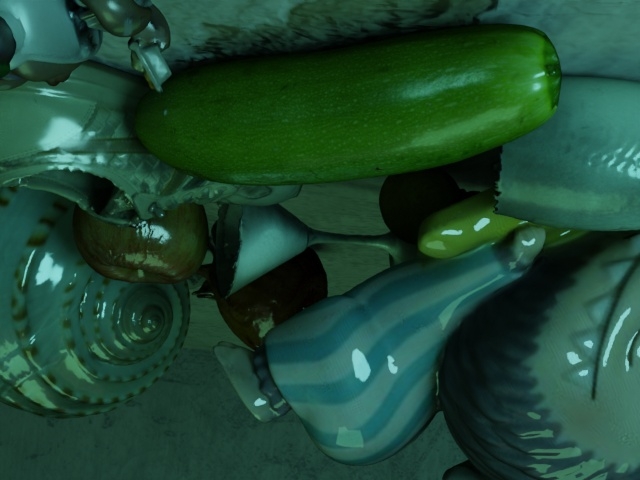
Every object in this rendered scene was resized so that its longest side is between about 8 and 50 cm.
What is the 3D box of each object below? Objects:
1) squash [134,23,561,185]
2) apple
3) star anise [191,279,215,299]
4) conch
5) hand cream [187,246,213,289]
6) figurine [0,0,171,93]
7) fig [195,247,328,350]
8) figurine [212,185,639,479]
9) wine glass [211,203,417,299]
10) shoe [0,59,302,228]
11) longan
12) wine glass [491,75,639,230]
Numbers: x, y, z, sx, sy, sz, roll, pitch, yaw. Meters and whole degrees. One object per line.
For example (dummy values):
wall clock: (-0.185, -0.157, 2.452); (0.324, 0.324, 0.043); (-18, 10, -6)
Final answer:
squash: (0.009, -0.075, 0.635); (0.292, 0.082, 0.082); (-2, 166, 32)
apple: (-0.163, -0.015, 0.974); (0.126, 0.102, 0.126); (5, 163, 2)
star anise: (-0.099, 0.050, 1.385); (0.124, 0.056, 0.129); (-20, 178, 13)
conch: (-0.313, 0.075, 1.140); (0.319, 0.215, 0.303); (-16, 143, 27)
hand cream: (-0.308, 0.040, 1.353); (0.358, 0.118, 0.185); (-5, 163, 2)
figurine: (-0.120, -0.109, 0.498); (0.197, 0.093, 0.147); (2, -159, 17)
fig: (-0.097, 0.055, 1.262); (0.201, 0.134, 0.146); (12, 130, 23)
figurine: (0.166, 0.159, 0.780); (0.361, 0.378, 0.266); (-29, 165, 14)
wine glass: (0.000, 0.000, 0.947); (0.183, 0.122, 0.122); (5, 169, -15)
shoe: (-0.127, -0.056, 0.767); (0.275, 0.098, 0.103); (12, 171, -36)
longan: (0.090, -0.032, 0.862); (0.083, 0.075, 0.075); (-12, 168, 2)
wine glass: (0.251, 0.037, 0.608); (0.309, 0.264, 0.096); (4, 167, 7)
